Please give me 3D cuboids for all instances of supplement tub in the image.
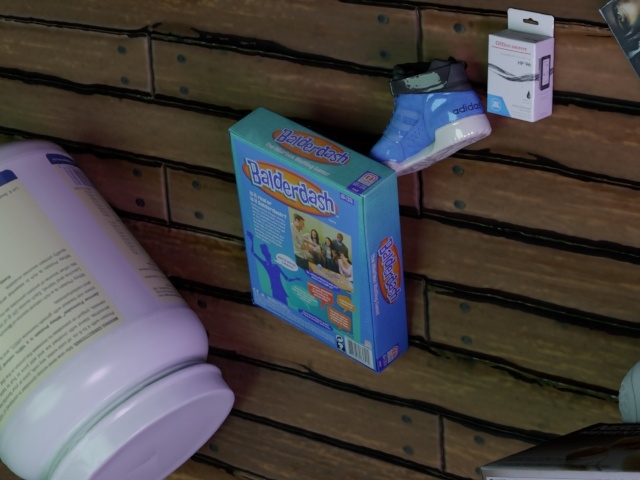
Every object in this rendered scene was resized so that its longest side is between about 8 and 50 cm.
[{"bbox_3d":[-0.259,0.088,1.962,0.325,0.235,0.235,51,133,17],"label":"supplement tub"}]

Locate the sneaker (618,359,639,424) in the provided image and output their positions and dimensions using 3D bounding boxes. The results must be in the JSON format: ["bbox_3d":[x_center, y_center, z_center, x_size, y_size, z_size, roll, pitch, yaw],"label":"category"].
[{"bbox_3d":[0.387,0.192,1.465,0.366,0.137,0.210,55,137,17],"label":"sneaker"}]

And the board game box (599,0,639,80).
[{"bbox_3d":[0.302,-0.127,1.502,0.126,0.026,0.186,-36,81,44],"label":"board game box"}]

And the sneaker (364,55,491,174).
[{"bbox_3d":[0.078,-0.106,1.700,0.152,0.058,0.084,-27,80,52],"label":"sneaker"}]

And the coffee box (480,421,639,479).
[{"bbox_3d":[0.251,0.190,1.416,0.246,0.141,0.098,-7,95,52],"label":"coffee box"}]

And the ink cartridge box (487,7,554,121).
[{"bbox_3d":[0.163,-0.143,1.625,0.048,0.028,0.083,16,116,38],"label":"ink cartridge box"}]

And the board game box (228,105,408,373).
[{"bbox_3d":[0.000,0.000,1.779,0.160,0.047,0.210,28,142,33],"label":"board game box"}]
